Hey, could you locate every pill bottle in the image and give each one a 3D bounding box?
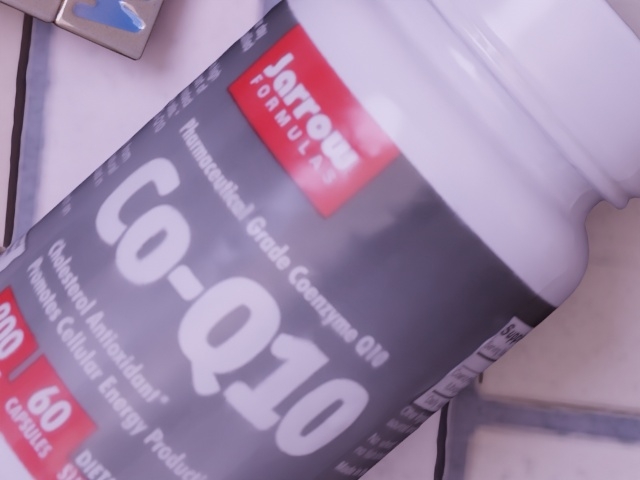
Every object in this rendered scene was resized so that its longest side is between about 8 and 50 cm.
[{"bbox_3d":[0.000,0.000,0.772,0.283,0.161,0.161,-42,87,9],"label":"pill bottle"}]

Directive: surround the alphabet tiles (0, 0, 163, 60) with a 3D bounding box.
[{"bbox_3d":[-0.119,-0.220,0.802,0.198,0.009,0.237,23,84,-19],"label":"alphabet tiles"}]
